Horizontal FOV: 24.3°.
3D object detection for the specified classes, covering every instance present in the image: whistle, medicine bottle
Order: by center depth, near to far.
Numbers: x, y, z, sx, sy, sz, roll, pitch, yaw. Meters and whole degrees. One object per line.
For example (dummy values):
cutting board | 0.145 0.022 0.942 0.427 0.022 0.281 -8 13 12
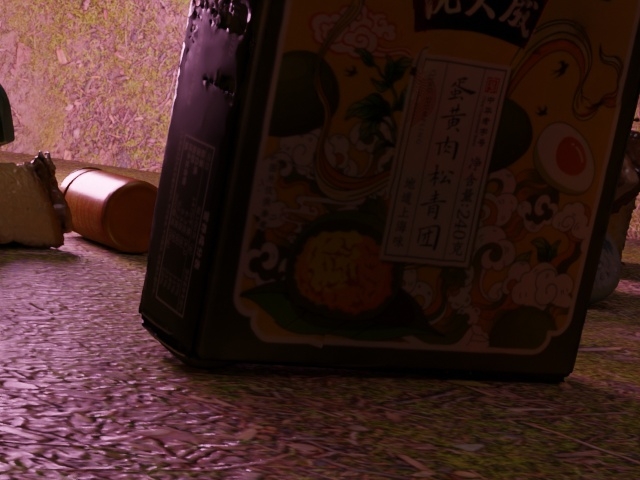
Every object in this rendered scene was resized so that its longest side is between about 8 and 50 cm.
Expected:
whistle | 0.298 0.034 1.908 0.258 0.126 0.067 -15 -17 -43
medicine bottle | -0.275 -0.041 1.960 0.096 0.096 0.192 4 6 -28

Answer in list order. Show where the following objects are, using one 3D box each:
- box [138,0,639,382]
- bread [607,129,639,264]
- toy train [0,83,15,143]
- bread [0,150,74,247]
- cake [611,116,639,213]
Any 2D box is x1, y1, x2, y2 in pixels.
box | 0.071 -0.096 1.231 0.373 0.420 0.138 6 13 -28
bread | 0.420 -0.082 2.583 0.264 0.239 0.395 8 3 9
toy train | -0.517 -0.130 1.789 0.253 0.160 0.397 -22 6 -1
bread | -0.403 -0.029 1.852 0.152 0.127 0.147 -31 -17 35
cake | 0.269 -0.109 2.084 0.290 0.256 0.282 -1 -34 -48
